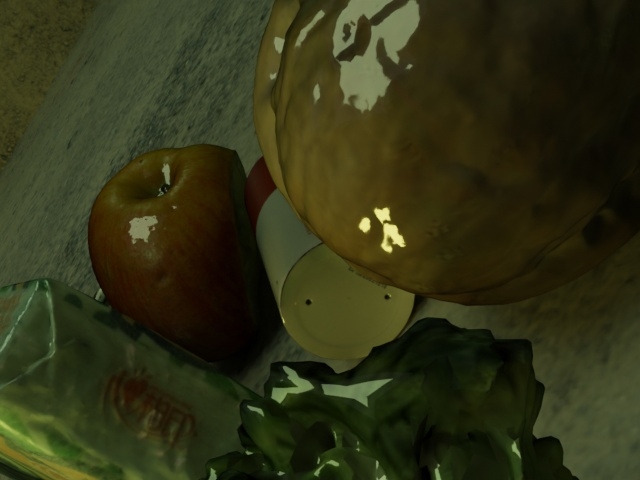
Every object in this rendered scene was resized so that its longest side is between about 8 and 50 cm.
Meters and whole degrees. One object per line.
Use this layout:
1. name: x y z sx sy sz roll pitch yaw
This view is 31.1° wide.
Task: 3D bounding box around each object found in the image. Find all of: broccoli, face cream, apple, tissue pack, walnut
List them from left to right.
1. tissue pack: -0.197 0.138 0.935 0.311 0.228 0.128 -13 48 59
2. apple: -0.119 0.013 1.028 0.160 0.173 0.195 -21 33 16
3. face cream: 0.000 0.000 0.884 0.096 0.096 0.214 -52 22 12
4. broccoli: 0.041 0.188 0.394 0.245 0.248 0.288 14 117 60
5. walnut: 0.077 -0.078 0.658 0.248 0.248 0.248 -45 25 28

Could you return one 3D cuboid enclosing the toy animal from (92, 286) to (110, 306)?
1. toy animal: -0.220 0.085 1.250 0.255 0.090 0.170 -25 43 56
